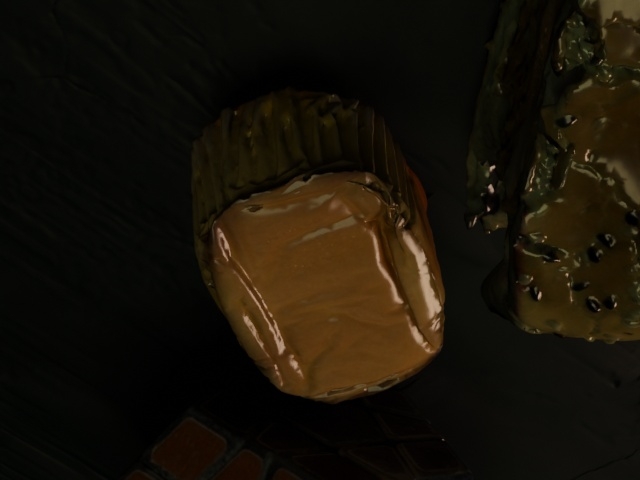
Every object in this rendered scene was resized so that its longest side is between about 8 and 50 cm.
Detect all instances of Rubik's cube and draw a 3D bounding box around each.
[{"bbox_3d":[-0.025,0.240,0.836,0.319,0.319,0.264,44,150,-27],"label":"Rubik's cube"}]

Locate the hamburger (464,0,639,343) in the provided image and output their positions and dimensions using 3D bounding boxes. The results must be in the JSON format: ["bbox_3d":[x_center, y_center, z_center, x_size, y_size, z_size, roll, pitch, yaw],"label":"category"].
[{"bbox_3d":[0.176,-0.074,0.589,0.192,0.168,0.288,9,132,4],"label":"hamburger"}]

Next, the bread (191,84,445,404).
[{"bbox_3d":[0.000,0.000,0.725,0.132,0.114,0.190,-15,137,9],"label":"bread"}]
